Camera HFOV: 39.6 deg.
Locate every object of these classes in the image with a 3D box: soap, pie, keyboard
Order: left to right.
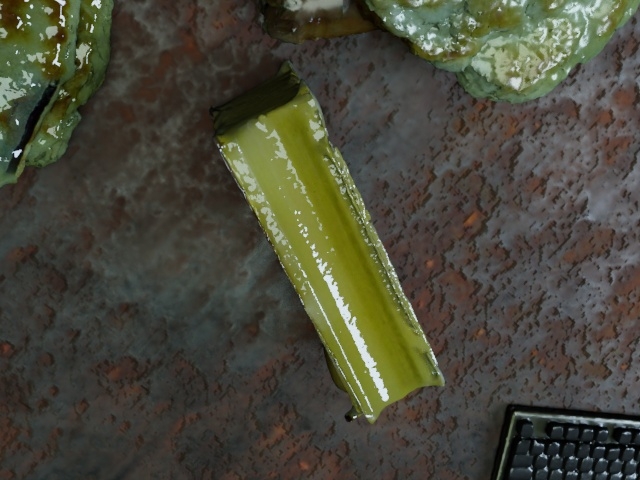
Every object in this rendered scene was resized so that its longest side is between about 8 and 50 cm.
[{"bbox_3d":[-0.241,-0.132,0.576,0.200,0.090,0.248,18,108,-15],"label":"pie"},{"bbox_3d":[0.001,-0.001,0.624,0.076,0.135,0.233,-25,110,1],"label":"soap"},{"bbox_3d":[0.102,-0.230,0.584,0.274,0.105,0.257,14,95,-12],"label":"pie"},{"bbox_3d":[0.310,0.200,0.783,0.316,0.027,0.106,6,107,-8],"label":"keyboard"}]
